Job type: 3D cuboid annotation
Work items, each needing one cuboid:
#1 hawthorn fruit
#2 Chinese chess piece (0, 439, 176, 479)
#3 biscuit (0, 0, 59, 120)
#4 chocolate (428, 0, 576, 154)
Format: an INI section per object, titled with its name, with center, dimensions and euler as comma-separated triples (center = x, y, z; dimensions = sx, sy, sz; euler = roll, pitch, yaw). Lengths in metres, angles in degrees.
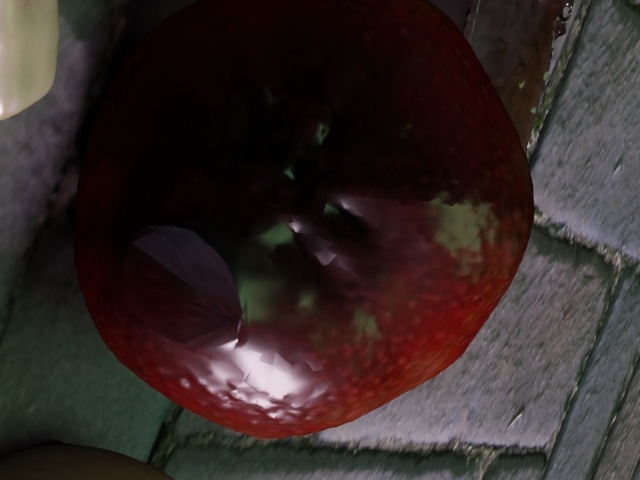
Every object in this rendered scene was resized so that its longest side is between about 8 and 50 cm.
[hawthorn fruit]
center = 0.000, 0.000, 0.892
dimensions = 0.230, 0.210, 0.266
euler = -47, 153, -8
[Chinese chess piece]
center = -0.148, 0.228, 0.912
dimensions = 0.250, 0.103, 0.250
euler = -43, 146, -40
[biscuit]
center = -0.131, -0.137, 0.687
dimensions = 0.052, 0.056, 0.188
euler = -39, 144, -49
[chocolate]
center = 0.098, -0.203, 1.072
dimensions = 0.112, 0.112, 0.321
euler = -14, 124, -50
